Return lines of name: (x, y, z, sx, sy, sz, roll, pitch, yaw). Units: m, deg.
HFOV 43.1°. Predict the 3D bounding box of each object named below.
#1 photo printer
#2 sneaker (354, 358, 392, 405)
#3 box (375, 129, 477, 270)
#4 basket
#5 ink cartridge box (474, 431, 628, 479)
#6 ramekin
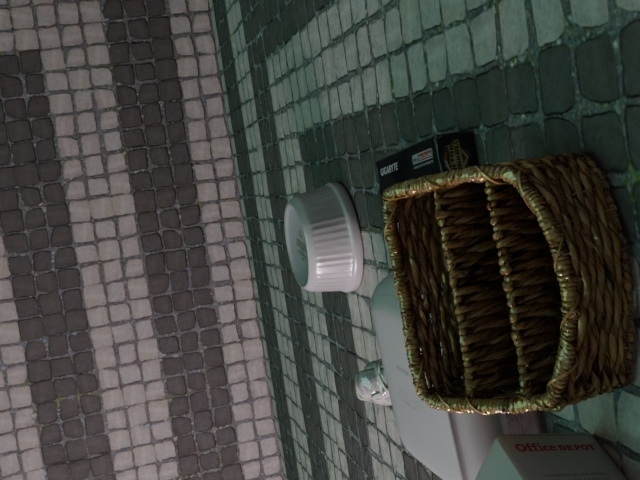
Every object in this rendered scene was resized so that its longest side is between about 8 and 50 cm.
photo printer: (0.176, 0.197, 1.238, 0.256, 0.107, 0.308, -162, 58, -71)
sneaker: (0.153, 0.264, 1.511, 0.305, 0.152, 0.114, 124, 136, -67)
box: (0.189, -0.015, 1.363, 0.295, 0.073, 0.293, 172, 87, -74)
basket: (0.225, 0.055, 0.979, 0.213, 0.223, 0.299, 176, 85, -75)
ink cartridge box: (0.304, 0.337, 0.956, 0.219, 0.160, 0.093, -120, 42, -53)
ramekin: (0.000, 0.000, 1.952, 0.273, 0.127, 0.273, 171, 90, -75)
